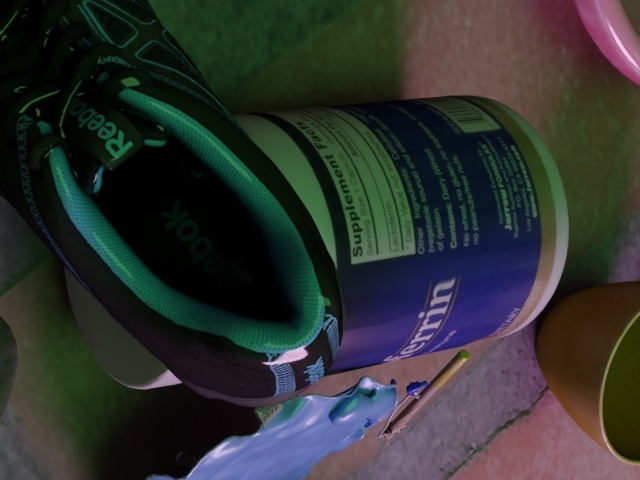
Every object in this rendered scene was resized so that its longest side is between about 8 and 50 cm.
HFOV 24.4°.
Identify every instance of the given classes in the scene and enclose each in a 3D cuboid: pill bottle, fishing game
[{"bbox_3d":[0.000,0.000,0.839,0.264,0.153,0.153,-9,110,-36],"label":"pill bottle"},{"bbox_3d":[-0.039,0.123,0.870,0.264,0.041,0.189,-21,160,-24],"label":"fishing game"}]

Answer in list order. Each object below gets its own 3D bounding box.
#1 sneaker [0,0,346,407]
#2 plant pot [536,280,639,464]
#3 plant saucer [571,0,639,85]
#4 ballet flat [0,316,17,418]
[{"bbox_3d":[-0.108,-0.070,0.645,0.341,0.139,0.125,44,82,0],"label":"sneaker"},{"bbox_3d":[0.215,0.084,1.082,0.134,0.095,0.134,-15,115,-36],"label":"plant pot"},{"bbox_3d":[0.266,-0.262,1.013,0.332,0.084,0.332,-14,112,-36],"label":"plant saucer"},{"bbox_3d":[-0.248,0.134,0.753,0.084,0.058,0.250,40,72,-18],"label":"ballet flat"}]
